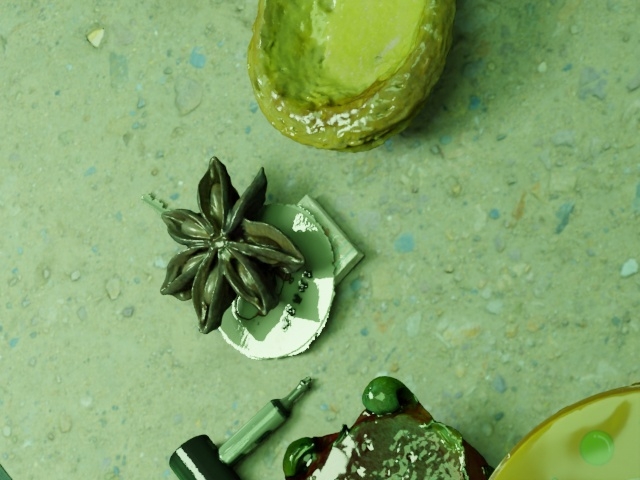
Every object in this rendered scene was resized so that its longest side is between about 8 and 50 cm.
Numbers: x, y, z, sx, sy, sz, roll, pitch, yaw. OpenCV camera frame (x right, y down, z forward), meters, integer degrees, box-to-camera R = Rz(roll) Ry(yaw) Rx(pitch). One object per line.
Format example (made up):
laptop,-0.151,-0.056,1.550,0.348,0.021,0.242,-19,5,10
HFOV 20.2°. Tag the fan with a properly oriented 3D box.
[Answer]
fan,-0.107,0.018,2.181,0.329,0.009,0.190,30,101,33

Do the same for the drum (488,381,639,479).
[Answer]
drum,0.353,0.353,1.754,0.431,0.214,0.431,-7,74,25

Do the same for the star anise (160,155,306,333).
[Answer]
star anise,-0.117,0.015,2.138,0.197,0.073,0.212,-37,63,21

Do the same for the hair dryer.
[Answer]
hair dryer,-0.078,0.232,2.097,0.198,0.057,0.100,-45,63,3

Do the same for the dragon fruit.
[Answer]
dragon fruit,0.078,0.299,1.950,0.268,0.130,0.295,3,78,27

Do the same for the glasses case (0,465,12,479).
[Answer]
glasses case,-0.504,0.259,2.292,0.105,0.056,0.266,-49,61,6

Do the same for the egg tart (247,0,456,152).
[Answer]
egg tart,0.050,-0.236,2.119,0.294,0.123,0.294,-9,71,28

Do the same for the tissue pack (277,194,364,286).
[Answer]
tissue pack,0.000,0.000,2.131,0.056,0.023,0.108,-46,61,12
